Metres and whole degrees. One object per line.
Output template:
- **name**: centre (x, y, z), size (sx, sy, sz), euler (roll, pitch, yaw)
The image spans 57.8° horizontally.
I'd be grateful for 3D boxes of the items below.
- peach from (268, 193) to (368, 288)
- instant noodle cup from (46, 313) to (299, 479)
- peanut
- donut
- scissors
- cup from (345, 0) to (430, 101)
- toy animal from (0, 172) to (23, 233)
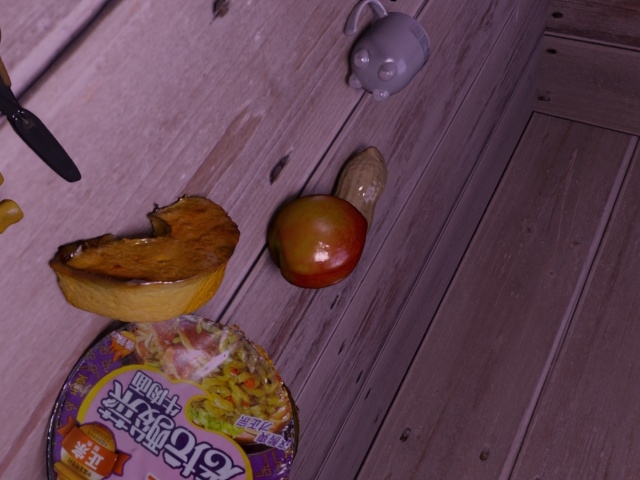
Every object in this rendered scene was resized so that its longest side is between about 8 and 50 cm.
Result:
- **peach**: centre (0.000, 0.000, 1.116), size (0.197, 0.198, 0.197), euler (-46, 148, -41)
- **instant noodle cup**: centre (-0.171, 0.283, 0.851), size (0.339, 0.340, 0.266), euler (-65, 164, -9)
- **peanut**: centre (0.076, -0.090, 1.297), size (0.256, 0.124, 0.123), euler (-65, 156, -18)
- **donut**: centre (-0.198, 0.033, 0.763), size (0.259, 0.152, 0.101), euler (-31, 139, -53)
- **scissors**: centre (-0.303, -0.126, 0.580), size (0.088, 0.017, 0.220), euler (-59, 155, -23)
- **cup**: centre (0.126, -0.372, 1.144), size (0.142, 0.134, 0.173), euler (-52, 152, -29)
- **toy animal**: centre (-0.346, 0.019, 0.458), size (0.229, 0.156, 0.156), euler (-54, 152, -38)
